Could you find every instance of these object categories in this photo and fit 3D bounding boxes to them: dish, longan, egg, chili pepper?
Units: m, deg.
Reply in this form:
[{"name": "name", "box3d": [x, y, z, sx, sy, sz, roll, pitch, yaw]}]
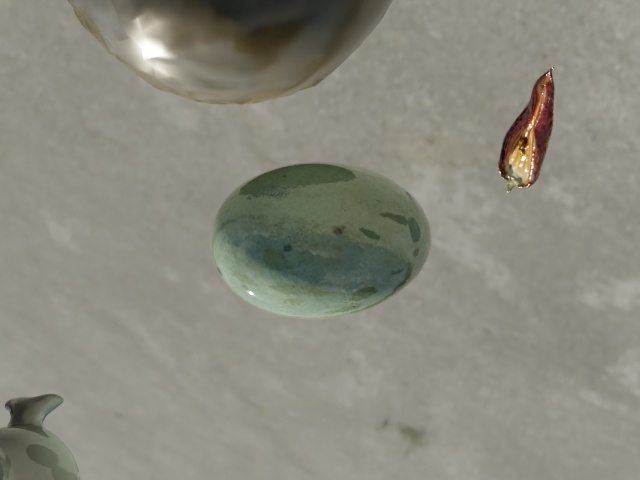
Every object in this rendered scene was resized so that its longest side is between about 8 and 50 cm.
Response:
[{"name": "dish", "box3d": [-0.356, 0.266, 1.692, 0.224, 0.246, 0.078, -9, 147, 29]}, {"name": "longan", "box3d": [-0.100, -0.365, 1.782, 0.404, 0.404, 0.436, 32, 121, -10]}, {"name": "egg", "box3d": [0.000, 0.000, 1.679, 0.237, 0.169, 0.169, 2, 154, 0]}, {"name": "chili pepper", "box3d": [0.210, -0.113, 1.565, 0.045, 0.027, 0.178, 31, 143, 20]}]
